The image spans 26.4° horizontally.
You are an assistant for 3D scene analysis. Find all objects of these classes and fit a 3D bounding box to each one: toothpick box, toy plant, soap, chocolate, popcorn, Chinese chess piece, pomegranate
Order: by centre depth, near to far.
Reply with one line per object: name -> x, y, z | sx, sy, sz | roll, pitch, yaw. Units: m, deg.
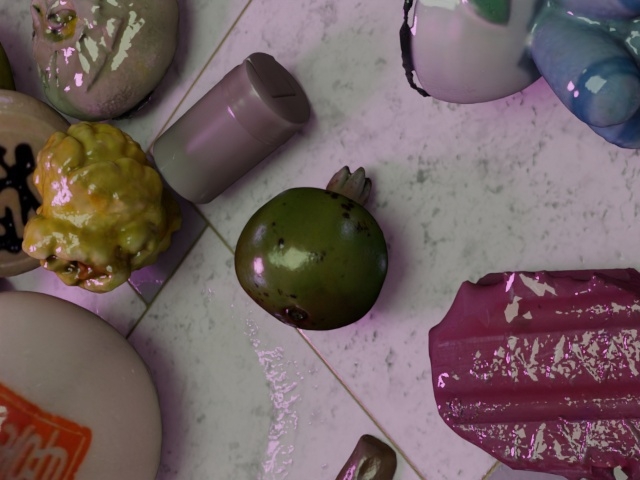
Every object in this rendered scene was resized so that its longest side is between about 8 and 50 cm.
toy plant -> 0.273, -0.217, 1.383 | 0.332, 0.247, 0.247 | 21, 98, 28
soap -> 0.262, 0.136, 1.403 | 0.324, 0.127, 0.220 | -4, 83, 36
pomegranate -> 0.000, 0.000, 1.585 | 0.180, 0.180, 0.210 | 5, 60, 35
chocolate -> 0.048, 0.281, 1.600 | 0.064, 0.031, 0.101 | 34, 104, 27
toothpick box -> -0.110, -0.137, 1.695 | 0.180, 0.111, 0.111 | -38, 66, 28
popcorn -> -0.289, -0.035, 1.732 | 0.200, 0.203, 0.226 | 47, 157, 6
Chinese chess piece -> -0.435, -0.076, 1.830 | 0.257, 0.257, 0.104 | -66, 26, 12

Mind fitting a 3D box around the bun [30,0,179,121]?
bun -> -0.298, -0.283, 1.817 | 0.239, 0.141, 0.239 | -6, 79, 35

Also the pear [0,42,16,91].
pear -> -0.557, -0.217, 1.937 | 0.253, 0.253, 0.307 | -33, 82, 29

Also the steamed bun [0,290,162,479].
steamed bun -> -0.391, 0.250, 1.730 | 0.374, 0.241, 0.375 | 1, 97, 10
